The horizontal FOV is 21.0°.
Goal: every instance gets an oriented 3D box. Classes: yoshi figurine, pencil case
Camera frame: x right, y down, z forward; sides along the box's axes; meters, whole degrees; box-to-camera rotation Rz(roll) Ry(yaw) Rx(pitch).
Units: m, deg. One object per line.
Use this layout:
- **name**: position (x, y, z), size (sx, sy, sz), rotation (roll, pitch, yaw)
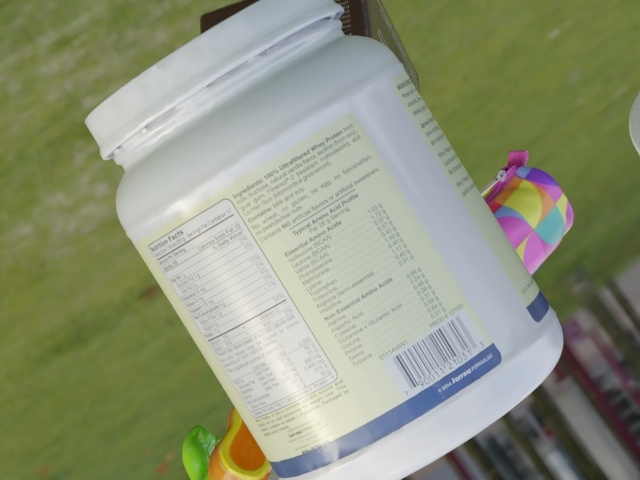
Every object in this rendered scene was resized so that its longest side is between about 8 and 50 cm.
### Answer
- **yoshi figurine**: position (-0.044, 0.281, 1.755), size (0.203, 0.203, 0.362), rotation (-7, 145, -21)
- **pencil case**: position (0.158, 0.020, 1.741), size (0.236, 0.104, 0.104), rotation (-49, 179, -30)

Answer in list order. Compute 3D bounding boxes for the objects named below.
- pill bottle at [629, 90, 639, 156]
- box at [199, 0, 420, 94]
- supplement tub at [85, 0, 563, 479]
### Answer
- **pill bottle**: position (0.528, -0.063, 2.135), size (0.210, 0.210, 0.363), rotation (-36, 135, 7)
- **box**: position (-0.004, -0.112, 1.583), size (0.167, 0.203, 0.168), rotation (-16, 137, 14)
- **supplement tub**: position (0.000, 0.000, 1.244), size (0.235, 0.325, 0.235), rotation (-32, -178, 1)
